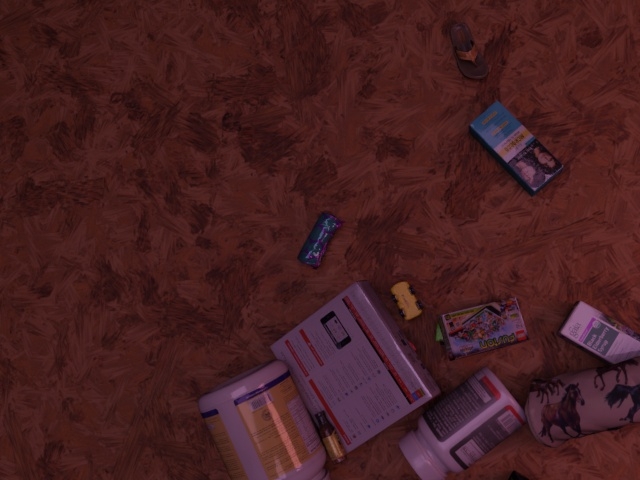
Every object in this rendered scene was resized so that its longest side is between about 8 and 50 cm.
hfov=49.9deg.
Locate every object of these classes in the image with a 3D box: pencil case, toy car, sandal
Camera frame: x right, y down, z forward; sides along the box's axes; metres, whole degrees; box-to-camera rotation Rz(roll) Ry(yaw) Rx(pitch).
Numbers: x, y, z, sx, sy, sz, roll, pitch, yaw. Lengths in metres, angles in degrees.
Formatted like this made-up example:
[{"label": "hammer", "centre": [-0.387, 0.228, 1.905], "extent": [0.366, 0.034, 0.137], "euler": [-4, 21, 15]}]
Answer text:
[{"label": "pencil case", "centre": [0.668, 0.341, 1.510], "extent": [0.410, 0.183, 0.160], "euler": [-22, 65, 29]}, {"label": "toy car", "centre": [0.277, 0.233, 1.744], "extent": [0.225, 0.053, 0.239], "euler": [6, 82, 13]}, {"label": "sandal", "centre": [0.396, -0.514, 1.855], "extent": [0.072, 0.049, 0.180], "euler": [-19, 76, 8]}, {"label": "pencil case", "centre": [0.000, 0.000, 1.840], "extent": [0.070, 0.064, 0.151], "euler": [26, 86, 31]}]

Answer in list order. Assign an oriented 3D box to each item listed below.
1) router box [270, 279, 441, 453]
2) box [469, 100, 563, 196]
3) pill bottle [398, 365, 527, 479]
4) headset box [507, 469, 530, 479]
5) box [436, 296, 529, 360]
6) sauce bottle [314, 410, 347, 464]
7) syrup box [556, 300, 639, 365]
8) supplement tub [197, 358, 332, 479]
[{"label": "router box", "centre": [0.081, 0.319, 1.719], "extent": [0.301, 0.082, 0.335], "euler": [-38, 74, 19]}, {"label": "box", "centre": [0.502, -0.237, 1.776], "extent": [0.100, 0.060, 0.244], "euler": [-41, 74, 3]}, {"label": "pill bottle", "centre": [0.335, 0.446, 1.636], "extent": [0.283, 0.161, 0.161], "euler": [-39, 74, 3]}, {"label": "headset box", "centre": [0.517, 0.635, 1.533], "extent": [0.293, 0.218, 0.110], "euler": [29, 86, 16]}, {"label": "box", "centre": [0.399, 0.216, 1.686], "extent": [0.207, 0.036, 0.114], "euler": [-12, 76, -16]}, {"label": "sauce bottle", "centre": [0.023, 0.477, 1.671], "extent": [0.042, 0.042, 0.128], "euler": [-25, 81, 7]}, {"label": "syrup box", "centre": [0.691, 0.245, 1.629], "extent": [0.237, 0.096, 0.093], "euler": [32, 88, 15]}, {"label": "supplement tub", "centre": [-0.130, 0.484, 1.676], "extent": [0.241, 0.241, 0.331], "euler": [-25, 87, 7]}]
